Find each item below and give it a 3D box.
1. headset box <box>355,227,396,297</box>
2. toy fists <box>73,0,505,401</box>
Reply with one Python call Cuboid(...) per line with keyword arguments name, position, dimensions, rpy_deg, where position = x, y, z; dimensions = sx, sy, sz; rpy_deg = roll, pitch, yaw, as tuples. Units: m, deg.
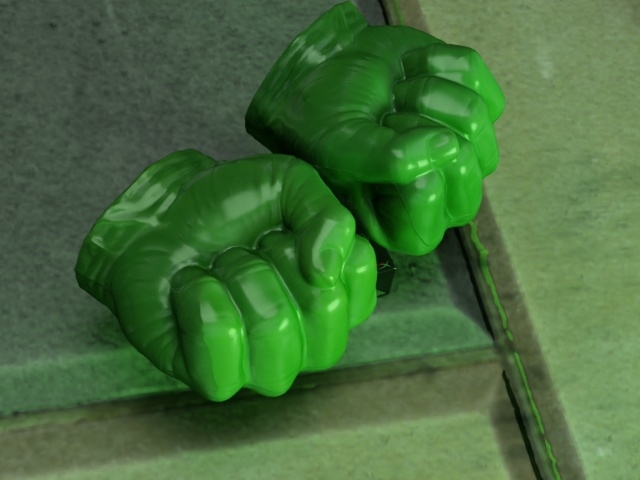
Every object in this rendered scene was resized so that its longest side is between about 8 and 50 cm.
Cuboid(name="headset box", position=(0.000, 0.000, 1.079), dimensions=(0.062, 0.032, 0.083), rpy_deg=(-15, 60, -18))
Cuboid(name="toy fists", position=(-0.003, -0.026, 1.018), dimensions=(0.142, 0.096, 0.279), rpy_deg=(36, 58, 16))
